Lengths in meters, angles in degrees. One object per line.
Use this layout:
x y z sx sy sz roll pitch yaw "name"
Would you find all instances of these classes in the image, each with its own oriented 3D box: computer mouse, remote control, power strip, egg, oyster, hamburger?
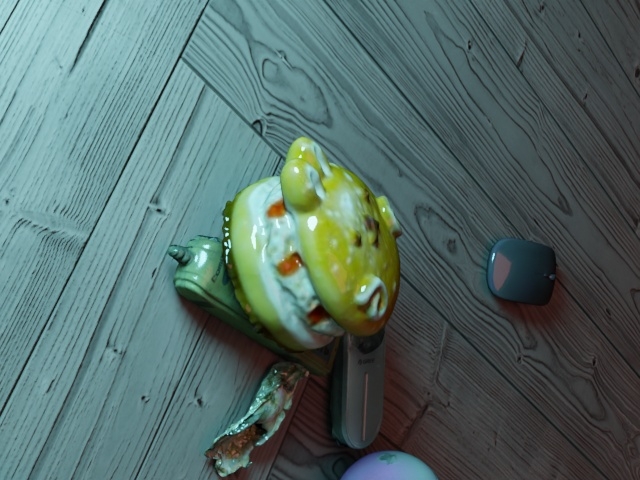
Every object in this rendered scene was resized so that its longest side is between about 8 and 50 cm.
0.393 0.062 2.388 0.232 0.057 0.120 13 85 -49 "computer mouse"
0.060 0.211 2.013 0.104 0.052 0.247 0 94 -51 "remote control"
-0.090 0.092 1.813 0.387 0.066 0.092 36 64 -45 "power strip"
0.115 0.468 1.995 0.196 0.196 0.271 -23 102 -46 "egg"
-0.100 0.265 1.844 0.200 0.061 0.106 -32 135 -41 "oyster"
0.000 0.000 1.760 0.303 0.186 0.261 59 30 -20 "hamburger"
